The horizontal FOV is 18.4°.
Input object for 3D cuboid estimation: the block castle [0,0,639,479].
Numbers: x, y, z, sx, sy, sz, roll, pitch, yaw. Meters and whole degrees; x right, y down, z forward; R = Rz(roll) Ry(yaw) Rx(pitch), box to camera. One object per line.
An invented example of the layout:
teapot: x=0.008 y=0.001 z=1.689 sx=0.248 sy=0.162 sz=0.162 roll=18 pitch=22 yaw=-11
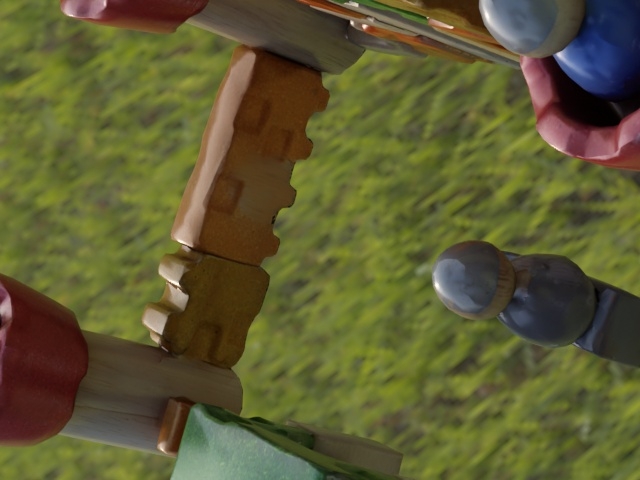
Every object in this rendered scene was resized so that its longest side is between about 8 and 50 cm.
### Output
block castle: x=0.000 y=0.000 z=0.805 sx=0.453 sy=0.212 sz=0.303 roll=22 pitch=94 yaw=55
